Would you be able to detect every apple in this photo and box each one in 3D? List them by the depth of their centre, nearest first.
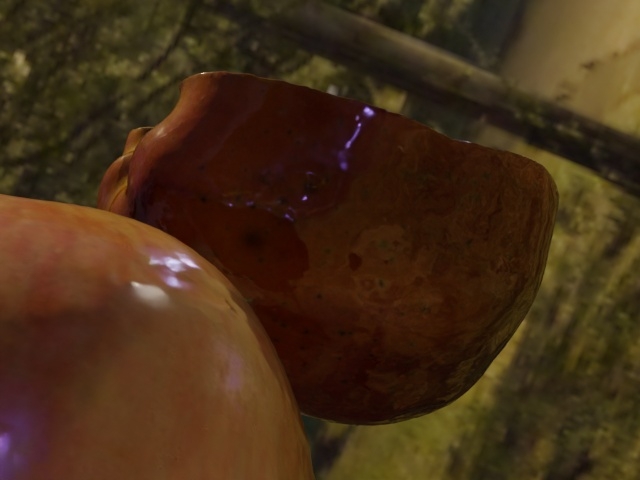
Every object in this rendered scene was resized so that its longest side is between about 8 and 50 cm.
[{"bbox_3d":[-0.187,0.160,0.718,0.391,0.392,0.346,112,169,-48],"label":"apple"},{"bbox_3d":[0.000,0.000,1.171,0.328,0.365,0.295,-58,22,22],"label":"apple"}]
